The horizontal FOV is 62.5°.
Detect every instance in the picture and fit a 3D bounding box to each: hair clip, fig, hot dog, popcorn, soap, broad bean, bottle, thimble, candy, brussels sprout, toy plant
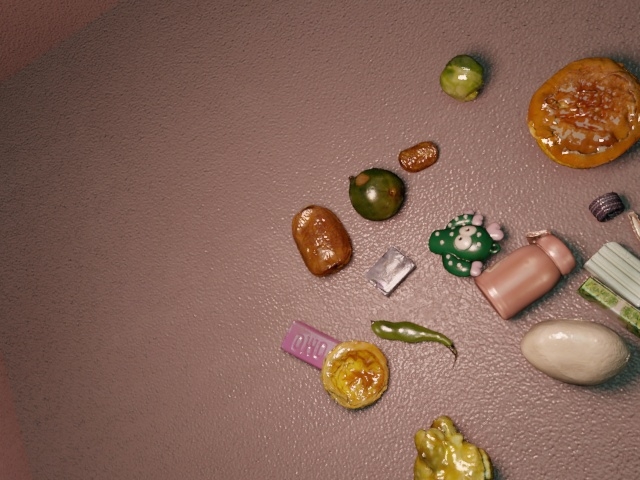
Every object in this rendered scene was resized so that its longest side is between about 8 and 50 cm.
[{"bbox_3d":[1.027,0.016,1.659,0.034,0.072,0.225,-23,65,12],"label":"hair clip"},{"bbox_3d":[0.187,-0.176,1.907,0.195,0.195,0.245,-59,35,0],"label":"fig"},{"bbox_3d":[0.000,0.000,1.944,0.196,0.122,0.272,-32,68,7],"label":"hot dog"},{"bbox_3d":[0.393,0.699,1.633,0.277,0.226,0.276,-7,74,27],"label":"popcorn"},{"bbox_3d":[-0.030,0.383,1.907,0.203,0.065,0.122,23,87,19],"label":"soap"},{"bbox_3d":[0.355,-0.306,1.919,0.147,0.065,0.099,-25,73,0],"label":"hot dog"},{"bbox_3d":[0.319,0.333,1.813,0.318,0.056,0.098,21,86,18],"label":"broad bean"},{"bbox_3d":[0.655,0.097,1.700,0.297,0.173,0.206,-37,38,8],"label":"bottle"},{"bbox_3d":[0.949,0.104,1.653,0.119,0.066,0.198,-46,70,3],"label":"soap"},{"bbox_3d":[0.917,-0.107,1.683,0.095,0.104,0.066,-28,65,7],"label":"thimble"},{"bbox_3d":[0.751,0.333,1.563,0.296,0.295,0.185,1,66,18],"label":"candy"},{"bbox_3d":[0.498,-0.574,1.861,0.146,0.183,0.131,19,81,-1],"label":"brussels sprout"},{"bbox_3d":[0.490,0.010,1.776,0.232,0.112,0.243,-46,43,-3],"label":"toy plant"}]

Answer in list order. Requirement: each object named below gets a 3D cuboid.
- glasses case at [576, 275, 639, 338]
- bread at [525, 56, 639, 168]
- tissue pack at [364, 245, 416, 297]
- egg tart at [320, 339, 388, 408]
[{"bbox_3d":[0.931,0.217,1.623,0.272,0.095,0.062,40,88,20],"label":"glasses case"},{"bbox_3d":[0.861,-0.393,1.708,0.358,0.204,0.336,-39,68,3],"label":"bread"},{"bbox_3d":[0.249,0.110,1.880,0.112,0.051,0.156,44,95,21],"label":"tissue pack"},{"bbox_3d":[0.114,0.454,1.810,0.241,0.106,0.240,0,90,-10],"label":"egg tart"}]
